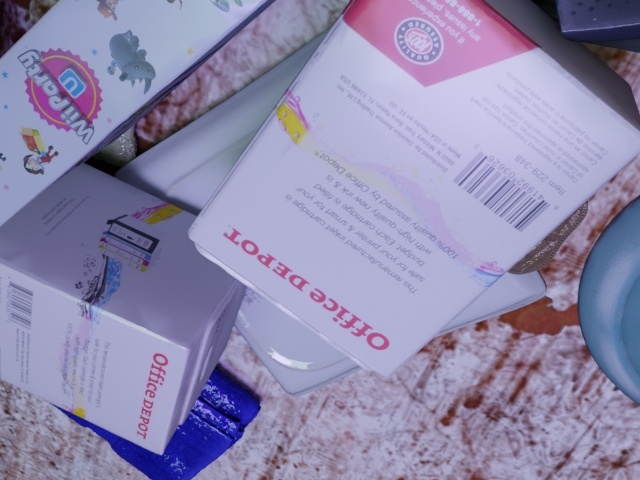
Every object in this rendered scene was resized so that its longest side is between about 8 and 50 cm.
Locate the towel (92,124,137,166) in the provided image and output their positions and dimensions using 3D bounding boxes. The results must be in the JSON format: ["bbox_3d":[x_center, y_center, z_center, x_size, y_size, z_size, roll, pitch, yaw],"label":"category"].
[{"bbox_3d":[-0.261,-0.145,0.816,0.148,0.027,0.110,19,122,7],"label":"towel"}]

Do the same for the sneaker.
[{"bbox_3d":[0.210,-0.021,0.719,0.042,0.067,0.118,28,135,-6],"label":"sneaker"}]

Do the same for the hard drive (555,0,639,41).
[{"bbox_3d":[0.283,-0.226,0.522,0.254,0.054,0.172,-9,72,15],"label":"hard drive"}]

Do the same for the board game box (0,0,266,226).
[{"bbox_3d":[-0.151,-0.165,0.634,0.303,0.224,0.097,-35,105,24],"label":"board game box"}]

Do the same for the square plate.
[{"bbox_3d":[0.000,0.000,0.793,0.344,0.049,0.347,-27,110,26],"label":"square plate"}]

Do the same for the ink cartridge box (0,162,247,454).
[{"bbox_3d":[-0.209,0.060,0.760,0.232,0.168,0.171,25,130,4],"label":"ink cartridge box"}]

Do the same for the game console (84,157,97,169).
[{"bbox_3d":[-0.267,-0.034,0.874,0.122,0.071,0.107,-16,154,30],"label":"game console"}]

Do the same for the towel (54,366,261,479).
[{"bbox_3d":[-0.256,0.188,0.976,0.308,0.076,0.227,40,122,-7],"label":"towel"}]

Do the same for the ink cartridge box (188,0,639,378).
[{"bbox_3d":[0.068,-0.065,0.630,0.226,0.131,0.306,37,124,-8],"label":"ink cartridge box"}]

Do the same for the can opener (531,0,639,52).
[{"bbox_3d":[0.272,-0.194,0.600,0.283,0.095,0.076,17,142,19],"label":"can opener"}]

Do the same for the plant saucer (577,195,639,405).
[{"bbox_3d":[0.408,0.072,0.716,0.317,0.044,0.318,8,120,13],"label":"plant saucer"}]
